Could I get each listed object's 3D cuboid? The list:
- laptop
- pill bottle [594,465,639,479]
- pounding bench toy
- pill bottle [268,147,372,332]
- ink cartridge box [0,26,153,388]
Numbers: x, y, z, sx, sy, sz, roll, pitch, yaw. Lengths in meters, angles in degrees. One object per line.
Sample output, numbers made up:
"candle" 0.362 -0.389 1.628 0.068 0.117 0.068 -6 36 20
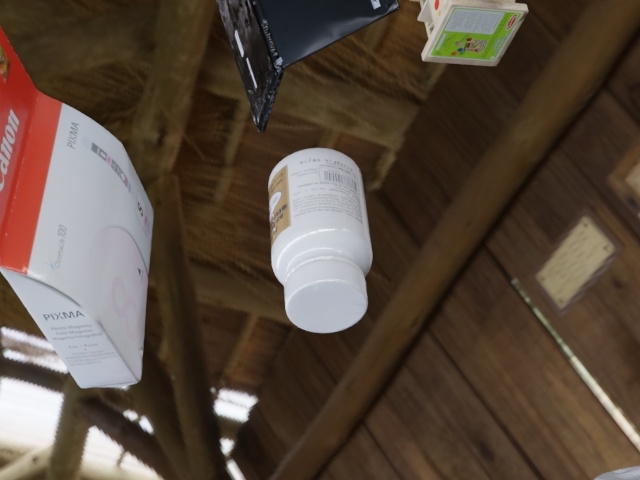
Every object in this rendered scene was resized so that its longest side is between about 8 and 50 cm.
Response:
"laptop" -0.031 -0.306 1.282 0.136 0.234 0.264 -13 -18 -16
"pill bottle" 0.328 0.321 0.947 0.119 0.209 0.119 -7 -7 -1
"pounding bench toy" 0.095 -0.161 0.630 0.052 0.065 0.083 1 -31 -16
"pill bottle" 0.000 0.000 1.319 0.131 0.229 0.131 -3 -43 -3
"ink cartridge box" -0.189 -0.028 0.763 0.066 0.189 0.232 -7 -42 4
